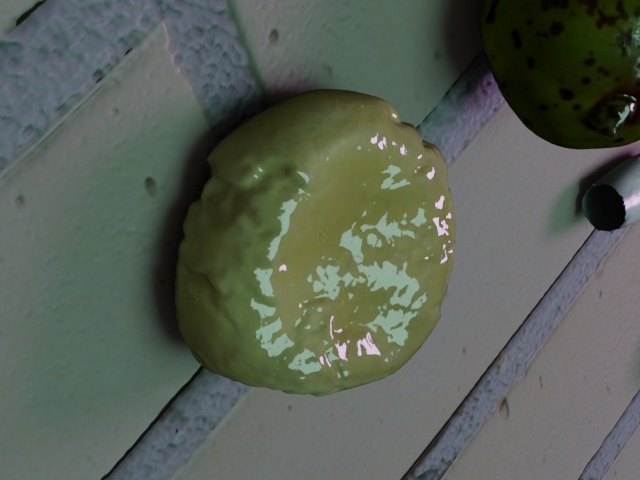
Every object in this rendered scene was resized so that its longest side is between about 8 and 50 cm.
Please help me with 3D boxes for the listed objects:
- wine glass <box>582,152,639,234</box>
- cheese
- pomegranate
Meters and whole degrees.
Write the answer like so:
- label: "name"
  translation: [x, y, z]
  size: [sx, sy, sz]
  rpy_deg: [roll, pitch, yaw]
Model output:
- label: "wine glass"
  translation: [0.357, -0.069, 1.505]
  size: [0.262, 0.074, 0.074]
  rpy_deg: [-26, 128, -43]
- label: "cheese"
  translation: [0.000, 0.000, 1.024]
  size: [0.226, 0.117, 0.214]
  rpy_deg: [-4, 106, -48]
- label: "pomegranate"
  translation: [0.237, -0.178, 1.182]
  size: [0.246, 0.198, 0.198]
  rpy_deg: [-44, 143, -59]
